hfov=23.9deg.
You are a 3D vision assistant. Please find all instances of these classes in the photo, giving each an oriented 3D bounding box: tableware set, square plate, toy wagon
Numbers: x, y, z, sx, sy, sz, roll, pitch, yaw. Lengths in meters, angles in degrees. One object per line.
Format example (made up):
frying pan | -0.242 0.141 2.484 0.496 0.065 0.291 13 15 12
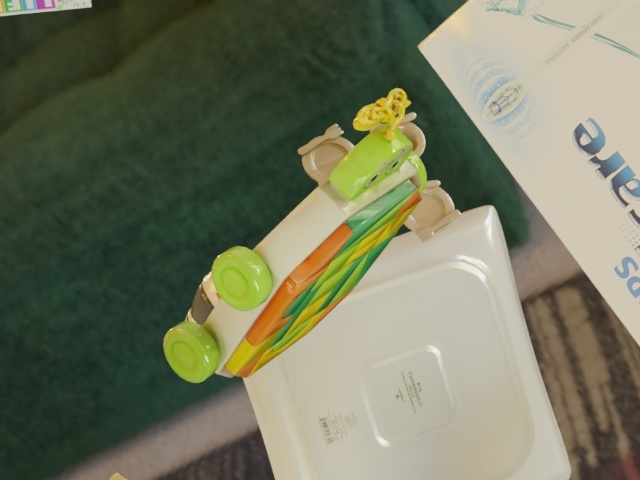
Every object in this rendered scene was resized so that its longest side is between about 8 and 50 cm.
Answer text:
tableware set | 0.064 -0.064 1.647 0.141 0.020 0.169 -17 65 -16
square plate | 0.096 0.174 1.721 0.344 0.347 0.049 -19 7 -13
toy wagon | 0.000 0.000 1.393 0.267 0.068 0.344 -34 -14 -44

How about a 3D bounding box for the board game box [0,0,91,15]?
board game box | -0.229 -0.235 1.125 0.103 0.026 0.154 -7 59 -6

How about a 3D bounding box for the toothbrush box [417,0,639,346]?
toothbrush box | 0.230 -0.099 0.696 0.295 0.126 0.216 -40 74 24

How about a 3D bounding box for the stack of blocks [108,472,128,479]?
stack of blocks | -0.240 0.370 1.331 0.087 0.171 0.297 31 58 28

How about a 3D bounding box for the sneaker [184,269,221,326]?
sneaker | -0.019 0.127 1.892 0.321 0.126 0.127 27 113 14
